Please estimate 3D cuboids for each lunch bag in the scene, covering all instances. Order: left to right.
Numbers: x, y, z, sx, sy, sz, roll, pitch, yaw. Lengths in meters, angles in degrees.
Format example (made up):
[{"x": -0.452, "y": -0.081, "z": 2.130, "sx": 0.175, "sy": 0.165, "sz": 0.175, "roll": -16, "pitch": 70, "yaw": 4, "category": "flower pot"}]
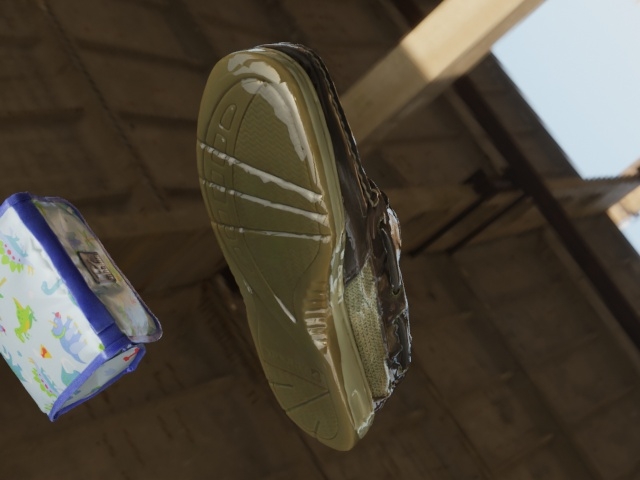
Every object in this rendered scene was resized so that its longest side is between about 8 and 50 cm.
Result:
[{"x": -0.183, "y": 0.043, "z": 0.758, "sx": 0.096, "sy": 0.151, "sz": 0.128, "roll": -34, "pitch": -97, "yaw": -23, "category": "lunch bag"}]

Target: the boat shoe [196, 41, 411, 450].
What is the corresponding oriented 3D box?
[{"x": 0.001, "y": 0.001, "z": 0.520, "sx": 0.073, "sy": 0.080, "sz": 0.223, "roll": -39, "pitch": -47, "yaw": -36, "category": "boat shoe"}]
